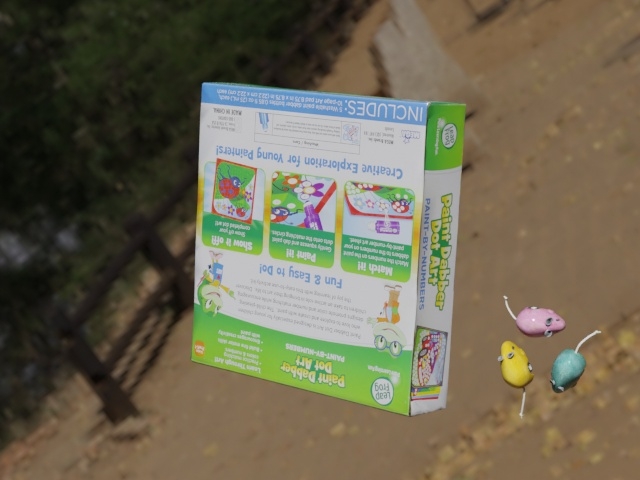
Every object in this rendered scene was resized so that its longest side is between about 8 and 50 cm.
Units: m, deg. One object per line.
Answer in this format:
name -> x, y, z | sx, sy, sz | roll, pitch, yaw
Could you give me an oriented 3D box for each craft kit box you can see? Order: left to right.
craft kit box -> 0.000, 0.000, 1.350 | 0.250, 0.247, 0.061 | 11, 8, 41

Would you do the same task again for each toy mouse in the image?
toy mouse -> 0.286, 0.139, 2.076 | 0.143, 0.161, 0.031 | -18, 3, 29
